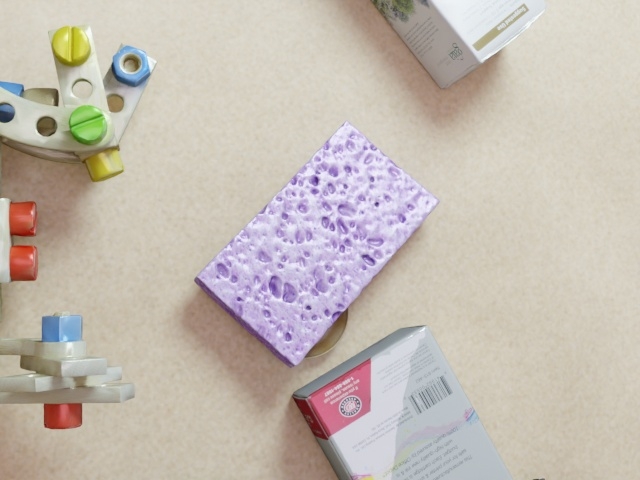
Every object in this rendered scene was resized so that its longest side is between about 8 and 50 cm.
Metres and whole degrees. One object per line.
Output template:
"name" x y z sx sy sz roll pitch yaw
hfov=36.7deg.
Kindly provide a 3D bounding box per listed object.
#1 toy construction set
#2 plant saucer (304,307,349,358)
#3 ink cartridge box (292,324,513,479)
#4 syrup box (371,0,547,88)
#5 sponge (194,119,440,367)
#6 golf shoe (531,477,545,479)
"toy construction set" -0.237 -0.010 0.773 0.215 0.151 0.328 0 73 -11
"plant saucer" -0.016 0.066 0.877 0.083 0.015 0.083 2 82 -14
"ink cartridge box" 0.074 0.182 0.855 0.127 0.072 0.175 -29 91 -15
"syrup box" 0.092 -0.268 0.902 0.096 0.093 0.237 -41 94 -15
"sponge" 0.000 0.000 0.867 0.117 0.031 0.210 43 71 0
"golf shoe" 0.173 0.309 0.861 0.094 0.077 0.198 1 63 12
